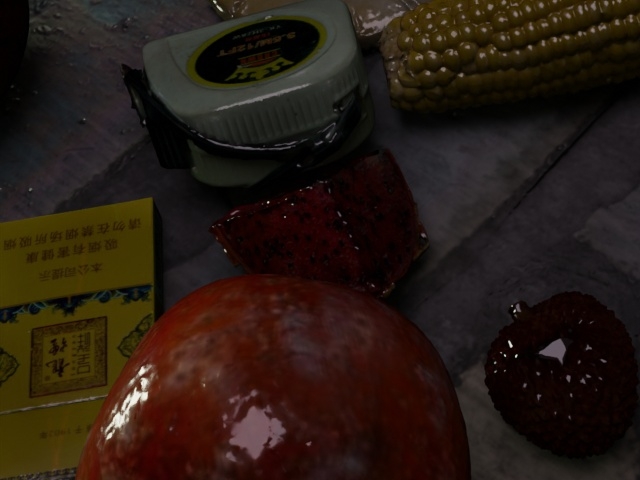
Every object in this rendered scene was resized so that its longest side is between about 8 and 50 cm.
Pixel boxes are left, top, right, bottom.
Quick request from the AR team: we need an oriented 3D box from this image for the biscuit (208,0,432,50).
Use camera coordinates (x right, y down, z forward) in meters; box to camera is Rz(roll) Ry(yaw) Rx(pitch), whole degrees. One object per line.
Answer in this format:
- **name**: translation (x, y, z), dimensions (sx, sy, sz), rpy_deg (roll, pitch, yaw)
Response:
- **biscuit**: translation (-0.001, -0.244, 1.390), dimensions (0.289, 0.038, 0.141), rpy_deg (5, 58, 16)

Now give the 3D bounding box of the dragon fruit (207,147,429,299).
- **dragon fruit**: translation (0.001, 0.000, 1.211), dimensions (0.161, 0.120, 0.127), rpy_deg (-18, 91, 34)

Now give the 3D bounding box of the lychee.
- **lychee**: translation (0.186, 0.105, 1.067), dimensions (0.123, 0.123, 0.129), rpy_deg (-13, 82, 5)

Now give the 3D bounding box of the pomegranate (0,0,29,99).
- **pomegranate**: translation (-0.454, -0.241, 1.353), dimensions (0.323, 0.291, 0.291), rpy_deg (5, 58, 16)

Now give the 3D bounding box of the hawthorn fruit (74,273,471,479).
- **hawthorn fruit**: translation (-0.030, 0.162, 1.004), dimensions (0.284, 0.284, 0.284), rpy_deg (-6, 56, 9)

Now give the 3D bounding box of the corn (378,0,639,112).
- **corn**: translation (0.224, -0.196, 1.252), dimensions (0.346, 0.130, 0.130), rpy_deg (-12, 55, 9)

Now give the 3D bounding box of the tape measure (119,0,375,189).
- **tape measure**: translation (-0.070, -0.120, 1.268), dimensions (0.235, 0.115, 0.207), rpy_deg (-14, 36, 4)

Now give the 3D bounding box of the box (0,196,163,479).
- **box**: translation (-0.214, 0.093, 1.216), dimensions (0.153, 0.041, 0.279), rpy_deg (-9, 55, 5)
